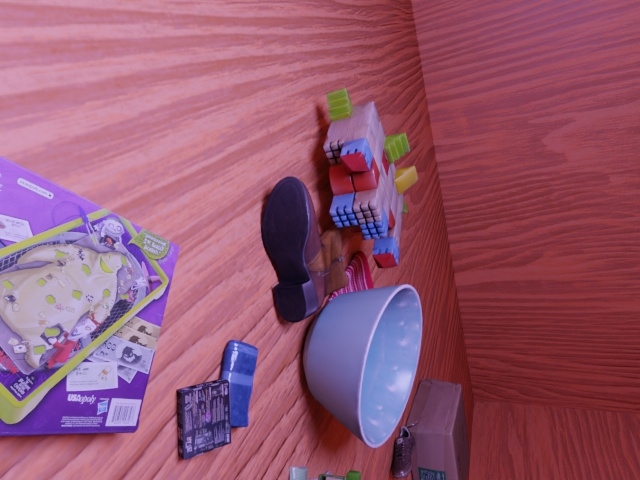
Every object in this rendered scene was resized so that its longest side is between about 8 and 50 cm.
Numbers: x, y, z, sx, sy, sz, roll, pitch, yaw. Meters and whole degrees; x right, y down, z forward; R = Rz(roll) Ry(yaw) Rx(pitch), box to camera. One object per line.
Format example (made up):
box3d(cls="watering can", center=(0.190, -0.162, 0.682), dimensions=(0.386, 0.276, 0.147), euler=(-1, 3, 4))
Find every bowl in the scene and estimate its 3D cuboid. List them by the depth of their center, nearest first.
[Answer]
box3d(cls="bowl", center=(0.079, 0.227, 0.835), dimensions=(0.311, 0.163, 0.312), euler=(-23, 117, -55))

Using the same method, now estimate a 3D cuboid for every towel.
box3d(cls="towel", center=(-0.124, 0.212, 0.608), dimensions=(0.067, 0.029, 0.120), euler=(44, 47, -53))
box3d(cls="towel", center=(0.088, 0.170, 1.058), dimensions=(0.275, 0.031, 0.199), euler=(-51, 130, -55))

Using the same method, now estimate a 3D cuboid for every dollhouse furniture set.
box3d(cls="dollhouse furniture set", center=(-0.004, 0.471, 0.777), dimensions=(0.151, 0.058, 0.076), euler=(45, 46, -54))

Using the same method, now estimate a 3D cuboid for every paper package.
box3d(cls="paper package", center=(0.442, 0.747, 1.535), dimensions=(0.309, 0.168, 0.325), euler=(-33, 116, -60))

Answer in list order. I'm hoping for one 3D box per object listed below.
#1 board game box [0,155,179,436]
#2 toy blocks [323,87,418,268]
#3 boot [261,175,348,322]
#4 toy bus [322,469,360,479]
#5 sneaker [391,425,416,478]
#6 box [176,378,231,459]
box3d(cls="board game box", center=(-0.268, 0.039, 0.323), dimensions=(0.347, 0.056, 0.208), euler=(41, 53, -55))
box3d(cls="toy blocks", center=(0.102, -0.112, 0.934), dimensions=(0.261, 0.190, 0.381), euler=(-75, 148, -42))
box3d(cls="boot", center=(0.000, 0.000, 0.832), dimensions=(0.280, 0.096, 0.264), euler=(-25, 106, -65))
box3d(cls="toy bus", center=(0.082, 0.607, 0.880), dimensions=(0.202, 0.104, 0.191), euler=(46, 45, -53))
box3d(cls="sneaker", center=(0.250, 0.659, 1.290), dimensions=(0.071, 0.066, 0.188), euler=(67, 21, 0))
box3d(cls="box", center=(-0.150, 0.229, 0.535), dimensions=(0.067, 0.018, 0.083), euler=(-1, 86, -42))
